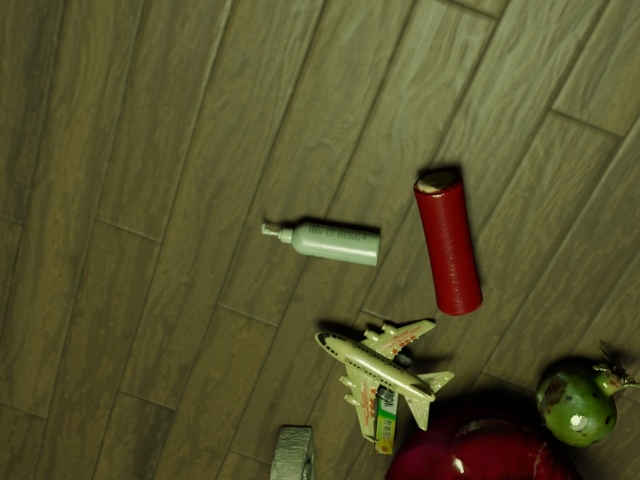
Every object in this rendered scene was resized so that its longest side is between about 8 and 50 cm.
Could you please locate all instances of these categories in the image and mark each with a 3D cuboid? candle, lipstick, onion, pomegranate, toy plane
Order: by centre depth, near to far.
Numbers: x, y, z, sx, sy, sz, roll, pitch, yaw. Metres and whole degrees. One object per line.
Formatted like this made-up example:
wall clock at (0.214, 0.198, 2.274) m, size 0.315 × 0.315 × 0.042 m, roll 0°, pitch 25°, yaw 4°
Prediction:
lipstick at (0.205, 0.007, 1.422) m, size 0.080 × 0.080 × 0.241 m, roll -8°, pitch 120°, yaw 14°
pomegranate at (0.443, 0.264, 1.511) m, size 0.148 × 0.148 × 0.169 m, roll 24°, pitch 112°, yaw -6°
toy plane at (0.099, 0.222, 1.549) m, size 0.244 × 0.092 × 0.229 m, roll 27°, pitch 84°, yaw 14°
onion at (0.279, 0.500, 1.615) m, size 0.398 × 0.398 × 0.420 m, roll 21°, pitch 166°, yaw -4°
candle at (-0.053, 0.442, 1.706) m, size 0.068 × 0.192 × 0.168 m, roll 1°, pitch 78°, yaw 7°

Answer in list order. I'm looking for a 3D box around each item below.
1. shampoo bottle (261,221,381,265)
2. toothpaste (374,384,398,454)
shampoo bottle at (0.000, 0.000, 1.466) m, size 0.195 × 0.056 × 0.056 m, roll 9°, pitch 123°, yaw 5°
toothpaste at (0.122, 0.317, 1.651) m, size 0.037 × 0.043 × 0.178 m, roll 6°, pitch 122°, yaw 5°
